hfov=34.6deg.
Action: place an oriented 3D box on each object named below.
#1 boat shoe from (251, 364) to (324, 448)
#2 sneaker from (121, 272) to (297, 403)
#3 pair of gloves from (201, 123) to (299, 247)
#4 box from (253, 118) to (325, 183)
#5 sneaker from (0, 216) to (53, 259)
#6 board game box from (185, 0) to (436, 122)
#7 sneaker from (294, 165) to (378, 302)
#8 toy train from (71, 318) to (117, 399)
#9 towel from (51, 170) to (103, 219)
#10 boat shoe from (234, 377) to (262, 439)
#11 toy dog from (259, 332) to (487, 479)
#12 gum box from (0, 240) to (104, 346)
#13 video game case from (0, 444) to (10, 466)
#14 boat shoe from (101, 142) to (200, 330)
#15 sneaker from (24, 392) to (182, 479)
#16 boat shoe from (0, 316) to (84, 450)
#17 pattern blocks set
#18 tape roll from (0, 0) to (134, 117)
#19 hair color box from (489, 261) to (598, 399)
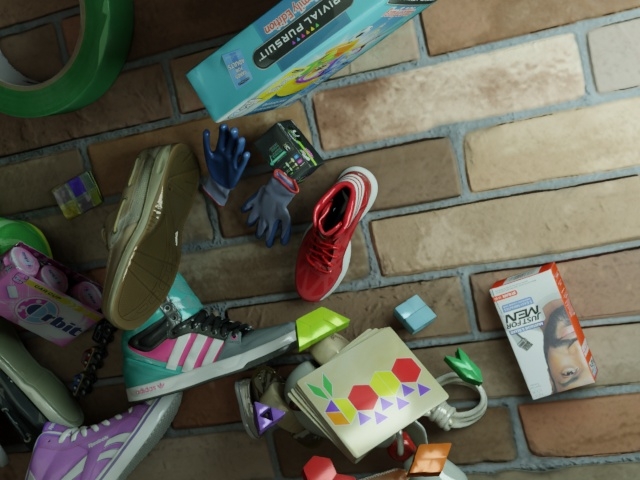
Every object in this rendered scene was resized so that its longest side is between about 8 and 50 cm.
[{"bbox_3d":[-0.046,0.254,1.594,0.056,0.049,0.152,-37,86,6],"label":"boat shoe"},{"bbox_3d":[-0.180,0.127,1.584,0.295,0.124,0.178,-18,86,8],"label":"sneaker"},{"bbox_3d":[-0.109,-0.082,1.526,0.198,0.023,0.159,44,141,13],"label":"pair of gloves"},{"bbox_3d":[-0.046,-0.127,1.503,0.052,0.062,0.083,-40,86,22],"label":"box"},{"bbox_3d":[-0.573,-0.010,1.698,0.295,0.123,0.109,32,110,11],"label":"sneaker"},{"bbox_3d":[0.021,-0.284,1.340,0.336,0.254,0.079,-32,90,24],"label":"board game box"},{"bbox_3d":[0.000,0.000,1.477,0.087,0.128,0.221,25,109,15],"label":"sneaker"},{"bbox_3d":[-0.382,0.198,1.722,0.036,0.027,0.158,31,110,16],"label":"toy train"},{"bbox_3d":[-0.397,-0.073,1.679,0.083,0.009,0.060,-23,92,24],"label":"towel"},{"bbox_3d":[-0.105,0.265,1.627,0.035,0.035,0.100,-15,89,26],"label":"boat shoe"},{"bbox_3d":[0.065,0.272,1.466,0.333,0.161,0.220,18,104,8],"label":"toy dog"},{"bbox_3d":[-0.450,0.085,1.645,0.107,0.062,0.188,-34,132,24],"label":"gum box"},{"bbox_3d":[-0.638,0.319,1.797,0.190,0.022,0.173,-8,114,42],"label":"video game case"},{"bbox_3d":[-0.271,-0.009,1.538,0.098,0.109,0.302,1,65,30],"label":"boat shoe"},{"bbox_3d":[-0.359,0.312,1.651,0.161,0.102,0.282,39,80,11],"label":"sneaker"},{"bbox_3d":[-0.551,0.215,1.738,0.113,0.127,0.340,-42,94,11],"label":"boat shoe"},{"bbox_3d":[0.063,0.209,1.402,0.285,0.324,0.026,57,154,27],"label":"pattern blocks set"},{"bbox_3d":[-0.447,-0.354,1.602,0.321,0.077,0.321,4,103,19],"label":"tape roll"},{"bbox_3d":[0.310,0.125,1.426,0.093,0.053,0.167,-22,94,23],"label":"hair color box"}]
